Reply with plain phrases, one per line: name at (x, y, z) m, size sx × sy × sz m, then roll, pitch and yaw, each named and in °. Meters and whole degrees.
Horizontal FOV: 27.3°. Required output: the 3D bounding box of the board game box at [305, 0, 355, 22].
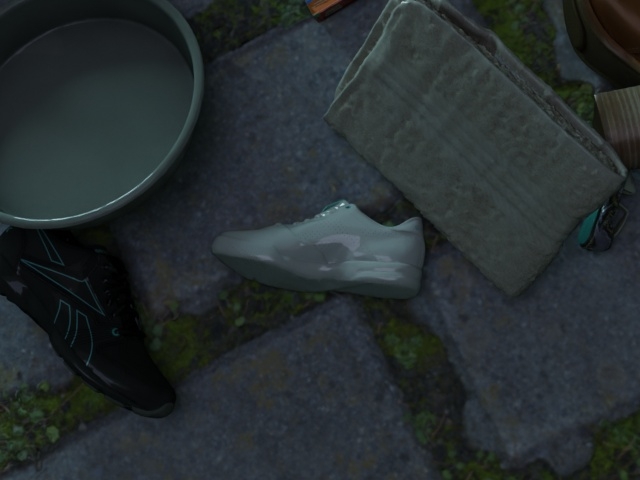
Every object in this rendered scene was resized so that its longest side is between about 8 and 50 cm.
board game box at (0.085, -0.357, 1.357) m, size 0.281 × 0.027 × 0.145 m, roll -29°, pitch 75°, yaw 8°

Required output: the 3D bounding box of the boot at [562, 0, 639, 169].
boot at (0.351, -0.207, 1.238) m, size 0.220 × 0.109 × 0.283 m, roll -11°, pitch 67°, yaw 3°

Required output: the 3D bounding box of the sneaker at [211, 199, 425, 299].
sneaker at (0.000, 0.000, 1.312) m, size 0.212 × 0.080 × 0.094 m, roll 7°, pitch 72°, yaw 7°

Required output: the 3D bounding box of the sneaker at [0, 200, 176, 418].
sneaker at (-0.234, 0.069, 1.336) m, size 0.267 × 0.101 × 0.106 m, roll 43°, pitch 91°, yaw 15°

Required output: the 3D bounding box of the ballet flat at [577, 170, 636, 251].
ballet flat at (0.281, -0.042, 1.266) m, size 0.041 × 0.041 × 0.114 m, roll 17°, pitch 87°, yaw 15°

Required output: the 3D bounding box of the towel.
towel at (0.139, -0.096, 1.255) m, size 0.282 × 0.049 × 0.187 m, roll 46°, pitch 131°, yaw 14°

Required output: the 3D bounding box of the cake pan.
cake pan at (-0.255, -0.136, 1.360) m, size 0.293 × 0.054 × 0.293 m, roll -5°, pitch 66°, yaw 10°
